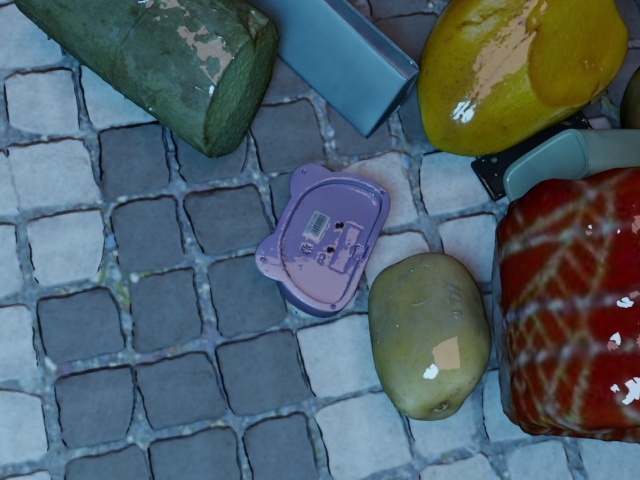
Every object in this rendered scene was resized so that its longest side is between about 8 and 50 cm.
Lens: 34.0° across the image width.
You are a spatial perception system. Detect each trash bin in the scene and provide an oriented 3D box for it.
[{"bbox_3d":[0.271,-0.069,1.061,0.130,0.116,0.059,-3,67,-37],"label":"trash bin"}]

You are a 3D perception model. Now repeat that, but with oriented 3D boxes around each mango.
[{"bbox_3d":[0.200,-0.198,1.135,0.257,0.138,0.187,-35,98,-14],"label":"mango"}]

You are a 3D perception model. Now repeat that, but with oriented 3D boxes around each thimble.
[{"bbox_3d":[0.331,0.066,0.960,0.350,0.350,0.230,1,75,-8],"label":"thimble"}]

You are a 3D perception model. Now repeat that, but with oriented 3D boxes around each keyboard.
[{"bbox_3d":[0.242,-0.097,1.170,0.155,0.010,0.053,-27,78,-16],"label":"keyboard"}]

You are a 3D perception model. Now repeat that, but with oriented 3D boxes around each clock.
[{"bbox_3d":[0.000,0.000,1.078,0.110,0.050,0.152,24,69,0],"label":"clock"}]

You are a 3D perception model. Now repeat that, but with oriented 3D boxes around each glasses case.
[{"bbox_3d":[-0.009,-0.242,1.147,0.266,0.105,0.056,43,45,7],"label":"glasses case"}]

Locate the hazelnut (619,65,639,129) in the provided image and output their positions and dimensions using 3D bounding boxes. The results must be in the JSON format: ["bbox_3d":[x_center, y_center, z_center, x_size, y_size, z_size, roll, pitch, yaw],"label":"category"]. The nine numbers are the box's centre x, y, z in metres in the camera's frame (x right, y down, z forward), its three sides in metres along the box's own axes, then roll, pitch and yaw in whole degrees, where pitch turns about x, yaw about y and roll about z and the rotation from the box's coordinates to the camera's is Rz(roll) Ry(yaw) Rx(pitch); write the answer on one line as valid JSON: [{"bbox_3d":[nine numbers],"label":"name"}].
[{"bbox_3d":[0.436,-0.113,1.128,0.181,0.181,0.212,-31,61,20],"label":"hazelnut"}]

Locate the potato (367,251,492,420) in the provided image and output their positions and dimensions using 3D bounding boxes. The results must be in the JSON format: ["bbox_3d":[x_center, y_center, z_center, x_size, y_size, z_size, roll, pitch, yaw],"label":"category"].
[{"bbox_3d":[0.108,0.090,1.035,0.109,0.118,0.178,23,49,-37],"label":"potato"}]

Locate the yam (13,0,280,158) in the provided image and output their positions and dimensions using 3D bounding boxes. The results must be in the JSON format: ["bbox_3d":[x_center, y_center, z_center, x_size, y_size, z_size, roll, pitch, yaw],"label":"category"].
[{"bbox_3d":[-0.169,-0.221,1.075,0.268,0.161,0.161,37,70,7],"label":"yam"}]
